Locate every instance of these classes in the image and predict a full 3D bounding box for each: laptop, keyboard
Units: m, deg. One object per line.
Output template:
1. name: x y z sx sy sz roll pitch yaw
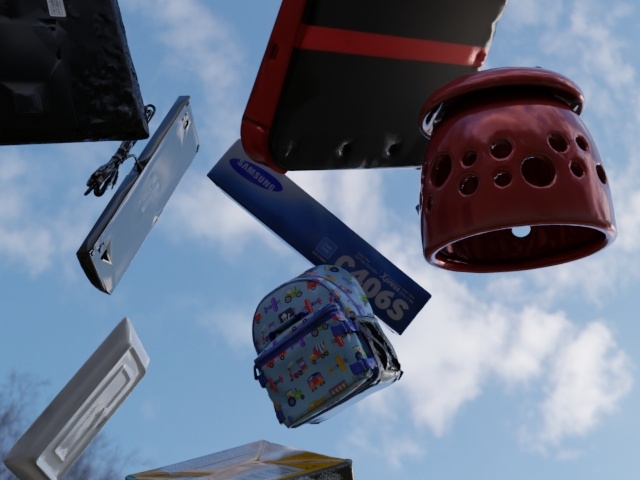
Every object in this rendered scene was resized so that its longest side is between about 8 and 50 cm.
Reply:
1. laptop: -0.301 -0.151 0.731 0.265 0.234 0.136 -7 -17 -33
2. keyboard: -0.261 -0.090 1.332 0.033 0.317 0.201 15 -36 14

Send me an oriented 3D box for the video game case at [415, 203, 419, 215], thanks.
1. video game case: 0.224 -0.055 1.359 0.166 0.015 0.119 -37 -50 -7

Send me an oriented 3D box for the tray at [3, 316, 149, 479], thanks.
1. tray: -0.347 0.253 1.393 0.030 0.270 0.145 26 -28 22

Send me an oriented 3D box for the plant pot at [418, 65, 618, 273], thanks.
1. plant pot: 0.193 -0.069 0.943 0.191 0.174 0.191 -1 -17 0

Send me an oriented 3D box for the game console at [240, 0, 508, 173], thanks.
1. game console: 0.085 -0.246 1.193 0.387 0.060 0.341 -6 -58 -46

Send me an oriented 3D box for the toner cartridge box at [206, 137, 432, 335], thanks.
1. toner cartridge box: 0.000 0.000 1.353 0.348 0.165 0.075 39 -94 4

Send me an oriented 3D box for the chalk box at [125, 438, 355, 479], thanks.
1. chalk box: -0.069 0.372 0.955 0.180 0.179 0.288 -6 -90 -35

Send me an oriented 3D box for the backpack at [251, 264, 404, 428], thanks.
1. backpack: -0.009 0.116 1.100 0.158 0.173 0.117 -32 -19 21
